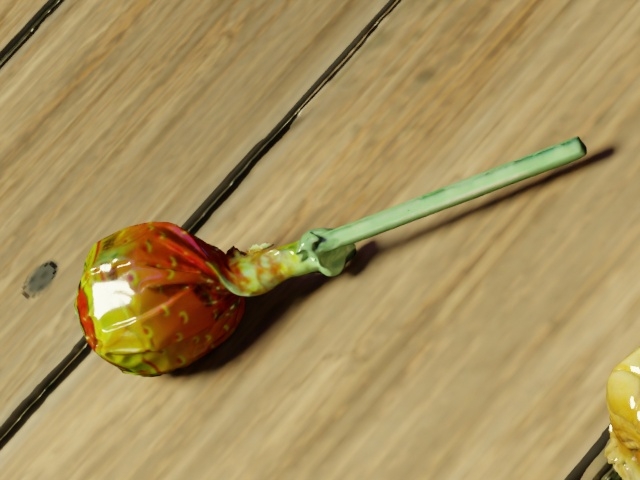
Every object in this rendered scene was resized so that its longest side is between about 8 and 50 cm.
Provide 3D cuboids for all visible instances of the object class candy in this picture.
[{"bbox_3d":[0.000,0.000,0.566,0.201,0.060,0.060,-19,42,18],"label":"candy"}]

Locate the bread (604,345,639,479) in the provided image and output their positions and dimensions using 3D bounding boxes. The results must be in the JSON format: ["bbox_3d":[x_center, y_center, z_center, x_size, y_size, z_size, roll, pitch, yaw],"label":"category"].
[{"bbox_3d":[0.135,0.023,0.410,0.132,0.053,0.074,-48,41,-7],"label":"bread"}]
